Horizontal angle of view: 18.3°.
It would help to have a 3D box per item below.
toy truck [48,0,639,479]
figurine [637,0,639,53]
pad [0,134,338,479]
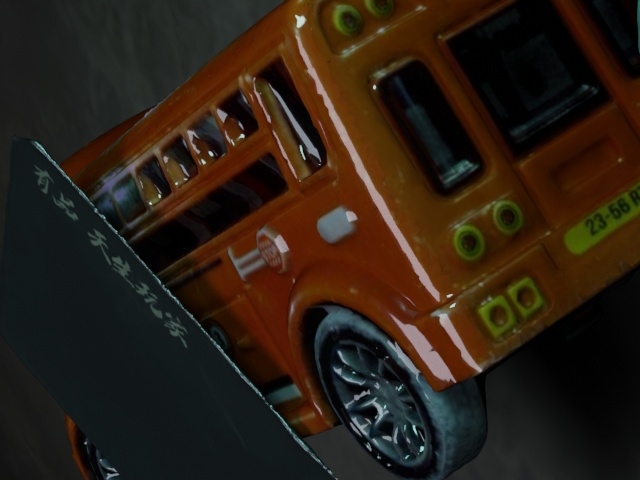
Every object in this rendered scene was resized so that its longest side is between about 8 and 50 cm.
[{"bbox_3d":[0.000,0.000,0.521,0.114,0.107,0.253,59,153,-2],"label":"toy truck"},{"bbox_3d":[0.127,-0.034,0.285,0.245,0.110,0.138,47,133,37],"label":"figurine"},{"bbox_3d":[-0.034,0.053,0.510,0.157,0.003,0.112,47,151,17],"label":"pad"}]
